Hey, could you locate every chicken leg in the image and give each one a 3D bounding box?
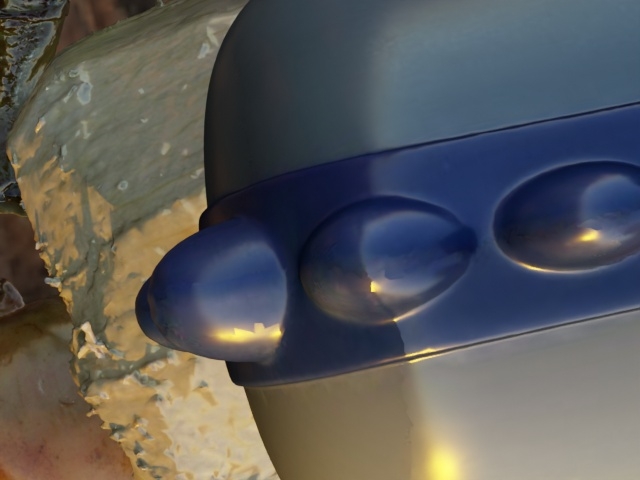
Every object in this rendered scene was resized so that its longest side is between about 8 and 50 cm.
[{"bbox_3d":[-0.332,-0.212,1.854,0.211,0.140,0.361,16,75,-72],"label":"chicken leg"}]

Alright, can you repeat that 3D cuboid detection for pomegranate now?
[{"bbox_3d":[-0.276,0.161,1.767,0.229,0.252,0.270,-174,-114,-87],"label":"pomegranate"}]

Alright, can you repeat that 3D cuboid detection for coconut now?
[{"bbox_3d":[0.000,0.000,0.921,0.297,0.255,0.297,-19,90,-85],"label":"coconut"}]

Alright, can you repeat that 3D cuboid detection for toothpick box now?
[{"bbox_3d":[0.108,-0.010,0.637,0.263,0.355,0.263,169,-90,-82],"label":"toothpick box"}]
